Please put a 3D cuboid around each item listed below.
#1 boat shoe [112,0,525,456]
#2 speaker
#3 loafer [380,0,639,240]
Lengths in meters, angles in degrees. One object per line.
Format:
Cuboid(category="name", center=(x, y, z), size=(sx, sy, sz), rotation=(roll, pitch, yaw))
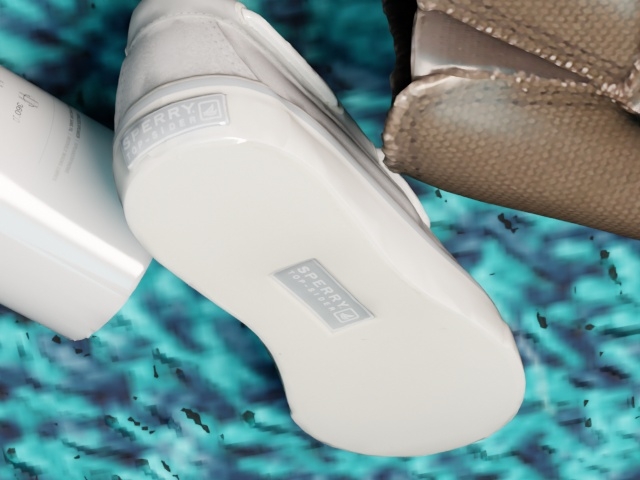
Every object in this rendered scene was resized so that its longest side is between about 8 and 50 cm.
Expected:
Cuboid(category="boat shoe", center=(0.000, 0.000, 0.514), size=(0.066, 0.063, 0.184), rotation=(-23, 144, 21))
Cuboid(category="speaker", center=(-0.104, -0.027, 0.488), size=(0.136, 0.055, 0.055), rotation=(30, 112, -25))
Cuboid(category="loafer", center=(0.069, -0.063, 0.464), size=(0.366, 0.134, 0.130), rotation=(40, 112, -18))
